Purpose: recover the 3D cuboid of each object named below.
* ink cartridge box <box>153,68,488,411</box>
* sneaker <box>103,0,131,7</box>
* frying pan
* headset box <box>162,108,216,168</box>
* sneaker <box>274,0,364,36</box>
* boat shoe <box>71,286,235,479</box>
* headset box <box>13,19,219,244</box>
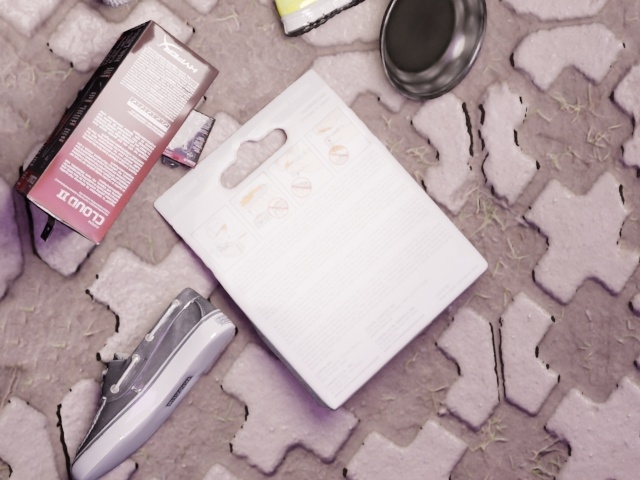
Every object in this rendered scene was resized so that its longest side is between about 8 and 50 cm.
[{"bbox_3d":[0.000,0.000,1.790,0.308,0.091,0.385,-42,89,-9],"label":"ink cartridge box"},{"bbox_3d":[-0.189,-0.486,1.618,0.366,0.137,0.210,-39,106,0],"label":"sneaker"},{"bbox_3d":[0.112,-0.312,1.736,0.326,0.053,0.197,19,98,-43],"label":"frying pan"},{"bbox_3d":[-0.189,-0.141,1.722,0.062,0.032,0.083,23,89,-18],"label":"headset box"},{"bbox_3d":[0.023,-0.368,1.746,0.208,0.081,0.094,-30,90,-19],"label":"sneaker"},{"bbox_3d":[-0.248,0.195,1.706,0.102,0.108,0.301,41,95,15],"label":"boat shoe"},{"bbox_3d":[-0.275,-0.126,1.598,0.110,0.218,0.293,36,83,-18],"label":"headset box"}]
